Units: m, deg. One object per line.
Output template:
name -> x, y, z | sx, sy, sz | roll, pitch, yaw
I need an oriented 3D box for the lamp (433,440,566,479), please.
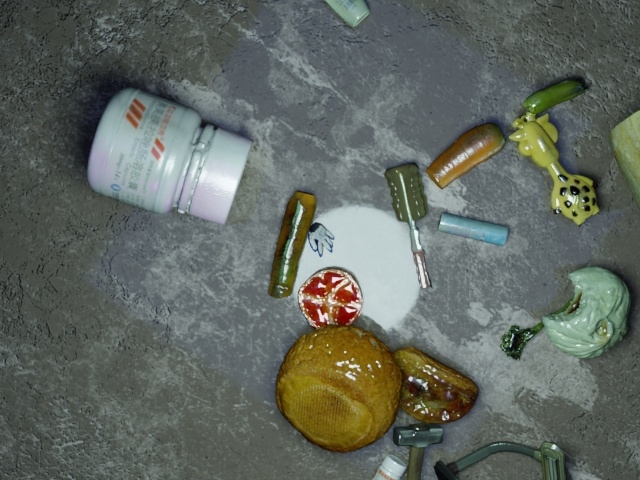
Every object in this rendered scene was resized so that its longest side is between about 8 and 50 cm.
lamp -> 0.426, 0.568, 1.902 | 0.283, 0.124, 0.203 | -19, 110, 0

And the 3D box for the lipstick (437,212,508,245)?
lipstick -> 0.356, -0.026, 1.910 | 0.158, 0.048, 0.048 | 13, 92, 3

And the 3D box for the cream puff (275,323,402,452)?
cream puff -> 0.052, 0.320, 1.839 | 0.303, 0.212, 0.303 | 14, 125, 21

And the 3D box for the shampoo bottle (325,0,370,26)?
shampoo bottle -> 0.027, -0.600, 1.918 | 0.072, 0.049, 0.212 | -41, 90, 7

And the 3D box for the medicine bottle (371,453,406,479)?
medicine bottle -> 0.159, 0.558, 1.926 | 0.057, 0.057, 0.089 | 31, 92, 2

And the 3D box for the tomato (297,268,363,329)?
tomato -> 0.028, 0.138, 1.920 | 0.155, 0.069, 0.155 | 0, 93, 6

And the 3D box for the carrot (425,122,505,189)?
carrot -> 0.335, -0.201, 1.893 | 0.193, 0.087, 0.087 | -31, 89, 7

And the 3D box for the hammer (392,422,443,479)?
hammer -> 0.209, 0.600, 1.901 | 0.111, 0.043, 0.365 | 1, 104, -17

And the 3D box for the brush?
brush -> 0.221, -0.032, 1.918 | 0.084, 0.071, 0.301 | -11, 99, 19

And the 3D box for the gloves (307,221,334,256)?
gloves -> 0.000, 0.000, 1.925 | 0.064, 0.026, 0.086 | -55, 127, -16

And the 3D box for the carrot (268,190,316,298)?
carrot -> -0.068, 0.011, 1.926 | 0.070, 0.070, 0.260 | 14, 93, 3

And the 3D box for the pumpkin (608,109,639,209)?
pumpkin -> 0.781, -0.226, 1.745 | 0.332, 0.332, 0.199 | -32, 88, 3

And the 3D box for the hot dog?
hot dog -> 0.256, 0.339, 1.891 | 0.227, 0.099, 0.160 | 22, 122, 1

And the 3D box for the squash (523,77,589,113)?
squash -> 0.541, -0.333, 1.864 | 0.183, 0.052, 0.052 | -22, 90, -21

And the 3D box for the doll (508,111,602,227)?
doll -> 0.540, -0.166, 1.877 | 0.117, 0.086, 0.291 | -33, 88, -3

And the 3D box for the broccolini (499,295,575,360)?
broccolini -> 0.528, 0.185, 1.918 | 0.254, 0.071, 0.057 | -37, 52, -4

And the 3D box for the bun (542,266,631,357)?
bun -> 0.611, 0.169, 1.839 | 0.204, 0.126, 0.212 | -2, 104, -13

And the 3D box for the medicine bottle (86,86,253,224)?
medicine bottle -> -0.336, -0.181, 1.842 | 0.325, 0.256, 0.256 | 20, 92, -6
